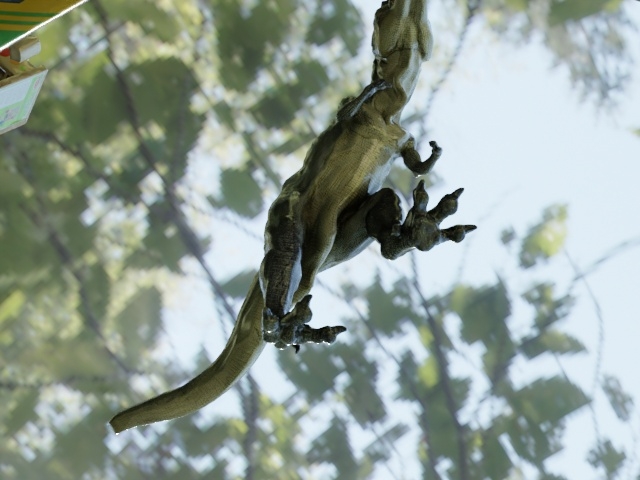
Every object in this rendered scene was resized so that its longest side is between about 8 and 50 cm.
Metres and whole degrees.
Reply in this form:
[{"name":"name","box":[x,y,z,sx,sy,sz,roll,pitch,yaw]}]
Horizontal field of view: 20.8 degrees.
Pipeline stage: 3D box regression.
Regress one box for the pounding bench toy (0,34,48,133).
[{"name":"pounding bench toy","box":[-0.226,-0.122,1.183,0.065,0.083,0.052,42,-141,14]}]

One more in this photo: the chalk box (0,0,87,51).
[{"name":"chalk box","box":[-0.118,-0.242,0.881,0.289,0.179,0.180,-21,-152,41]}]

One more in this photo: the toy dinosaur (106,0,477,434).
[{"name":"toy dinosaur","box":[0.000,0.000,0.805,0.268,0.064,0.118,-56,-154,1]}]
